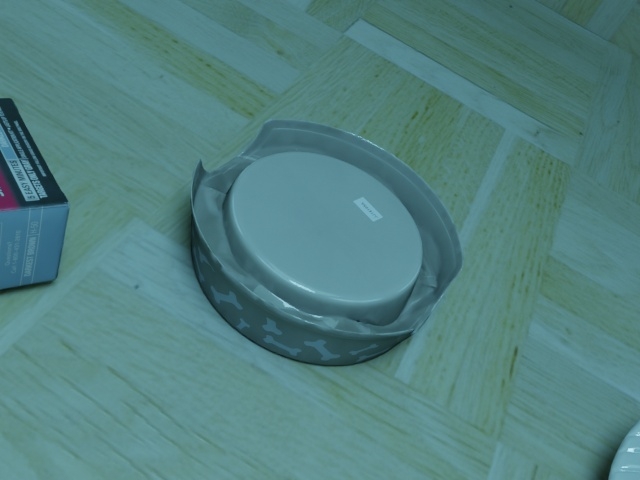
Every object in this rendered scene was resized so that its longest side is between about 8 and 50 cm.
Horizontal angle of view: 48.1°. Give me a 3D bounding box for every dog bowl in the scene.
[{"bbox_3d":[0.000,0.000,0.891,0.348,0.102,0.349,14,45,-15],"label":"dog bowl"}]

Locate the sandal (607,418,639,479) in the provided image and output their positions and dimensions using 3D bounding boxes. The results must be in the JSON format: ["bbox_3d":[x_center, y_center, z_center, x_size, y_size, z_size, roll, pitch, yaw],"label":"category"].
[{"bbox_3d":[0.361,0.350,0.746,0.169,0.102,0.416,21,54,14],"label":"sandal"}]

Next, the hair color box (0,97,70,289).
[{"bbox_3d":[-0.452,-0.032,0.660,0.374,0.114,0.185,-11,49,-38],"label":"hair color box"}]
